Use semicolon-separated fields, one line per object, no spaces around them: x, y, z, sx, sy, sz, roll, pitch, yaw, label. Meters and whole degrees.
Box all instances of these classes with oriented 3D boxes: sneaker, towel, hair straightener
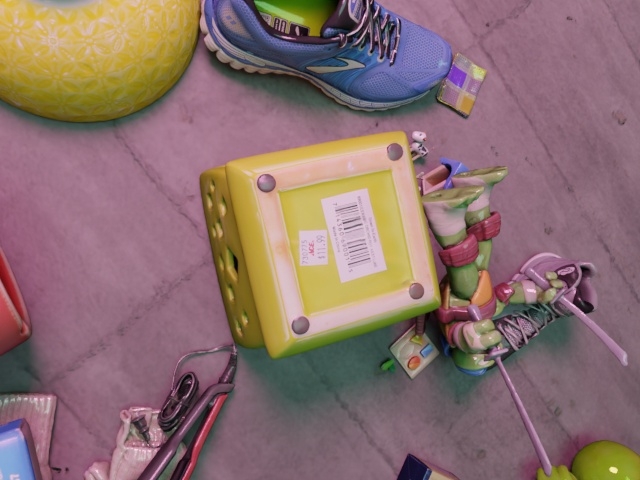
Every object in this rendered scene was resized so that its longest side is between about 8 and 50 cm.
0.030;-0.246;0.605;0.329;0.147;0.130;3;89;-24;sneaker
0.210;-0.229;0.738;0.060;0.009;0.083;27;82;-15;towel
0.302;0.101;0.701;0.229;0.132;0.086;-45;102;-13;sneaker
-0.165;0.211;0.564;0.089;0.047;0.231;38;60;-16;hair straightener

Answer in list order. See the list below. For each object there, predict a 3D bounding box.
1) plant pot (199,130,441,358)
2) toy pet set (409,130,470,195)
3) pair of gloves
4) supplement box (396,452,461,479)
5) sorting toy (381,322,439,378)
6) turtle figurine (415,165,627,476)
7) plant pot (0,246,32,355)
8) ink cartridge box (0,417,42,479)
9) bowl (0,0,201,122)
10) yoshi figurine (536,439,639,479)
0.000;0.000;0.566;0.227;0.207;0.229;-13;93;-17;plant pot
0.152;-0.089;0.665;0.114;0.065;0.122;32;45;-32;toy pet set
-0.273;0.284;0.561;0.240;0.042;0.204;15;85;-18;pair of gloves
0.150;0.357;0.689;0.083;0.056;0.083;29;81;-15;supplement box
0.125;0.165;0.706;0.083;0.012;0.062;-39;101;-15;sorting toy
0.228;0.055;0.590;0.197;0.274;0.267;-20;106;-14;turtle figurine
-0.407;0.046;0.416;0.243;0.275;0.275;-23;97;-27;plant pot
-0.403;0.344;0.361;0.394;0.166;0.286;-13;84;-32;ink cartridge box
-0.263;-0.282;0.509;0.289;0.156;0.290;0;89;-18;bowl
0.381;0.437;0.733;0.362;0.203;0.203;-40;61;0;yoshi figurine
